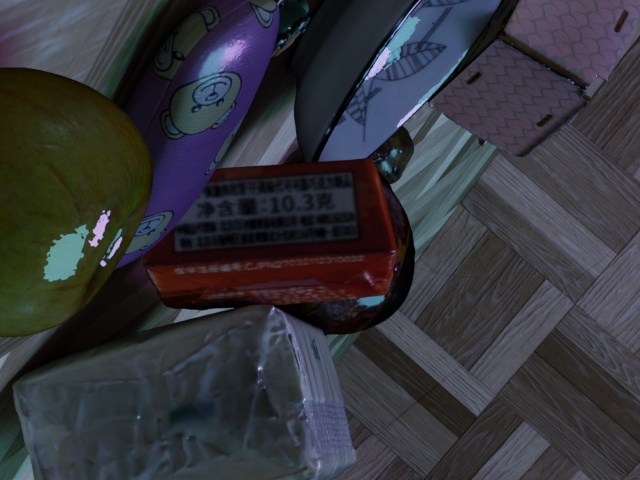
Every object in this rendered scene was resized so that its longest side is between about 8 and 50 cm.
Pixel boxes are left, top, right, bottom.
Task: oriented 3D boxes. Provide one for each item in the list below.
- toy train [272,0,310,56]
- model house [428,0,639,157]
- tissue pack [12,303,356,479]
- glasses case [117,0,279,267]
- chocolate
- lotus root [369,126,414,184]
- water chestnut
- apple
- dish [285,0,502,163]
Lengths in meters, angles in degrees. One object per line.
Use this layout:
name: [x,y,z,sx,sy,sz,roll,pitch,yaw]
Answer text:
toy train: [-0.053,-0.173,1.601,0.103,0.044,0.064,-43,-179,-36]
model house: [0.221,-0.229,2.031,0.326,0.169,0.244,-52,-163,22]
tissue pack: [-0.132,0.199,1.996,0.297,0.207,0.380,-15,173,3]
glasses case: [-0.120,-0.086,1.514,0.123,0.076,0.316,-42,169,-41]
chocolate: [-0.047,-0.003,1.802,0.235,0.237,0.108,82,5,-79]
lotus root: [0.076,-0.115,2.403,0.089,0.080,0.179,-63,175,6]
water chestnut: [0.000,0.000,2.213,0.223,0.238,0.223,-44,-142,50]
apple: [-0.195,-0.028,1.143,0.182,0.155,0.182,-62,176,-7]
dish: [0.059,-0.204,1.826,0.316,0.106,0.316,-47,169,-12]
